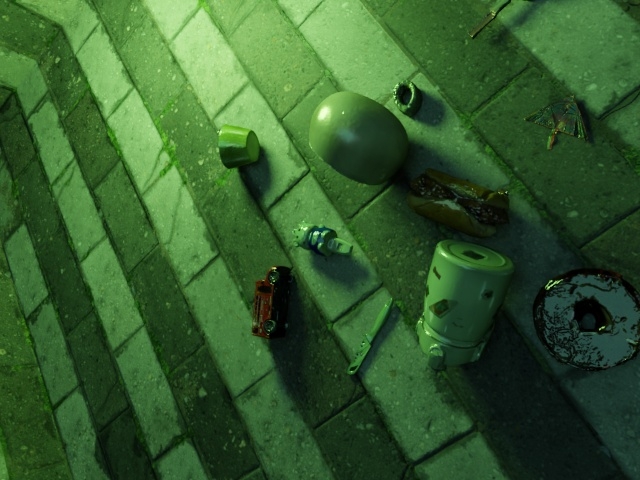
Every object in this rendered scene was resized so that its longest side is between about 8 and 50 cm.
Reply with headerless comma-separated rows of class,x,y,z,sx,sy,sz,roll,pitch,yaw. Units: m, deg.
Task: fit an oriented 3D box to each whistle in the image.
whistle,0.000,0.000,1.710,0.244,0.092,0.110,19,89,32

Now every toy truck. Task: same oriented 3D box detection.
toy truck,-0.172,0.214,1.773,0.114,0.107,0.253,1,84,30

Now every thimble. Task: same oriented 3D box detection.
thimble,0.280,-0.456,1.625,0.084,0.062,0.110,-3,81,31

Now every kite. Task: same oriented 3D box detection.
kite,0.668,-0.330,1.411,0.190,0.010,0.159,32,102,31

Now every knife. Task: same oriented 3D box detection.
knife,0.159,0.310,1.619,0.043,0.019,0.293,31,100,28

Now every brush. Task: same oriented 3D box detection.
brush,0.562,-0.717,1.494,0.301,0.071,0.084,-44,53,18

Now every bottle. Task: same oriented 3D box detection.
bottle,0.385,0.191,1.387,0.229,0.229,0.352,23,115,31

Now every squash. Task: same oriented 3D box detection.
squash,-0.310,-0.356,1.907,0.122,0.170,0.170,0,83,18

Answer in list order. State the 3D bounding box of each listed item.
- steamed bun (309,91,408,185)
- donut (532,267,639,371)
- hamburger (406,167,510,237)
steamed bun,0.124,-0.327,1.549,0.324,0.324,0.206,44,118,27
donut,0.681,0.198,1.281,0.269,0.103,0.270,-3,83,28
hamburger,0.381,-0.117,1.466,0.282,0.245,0.156,-126,55,-72
